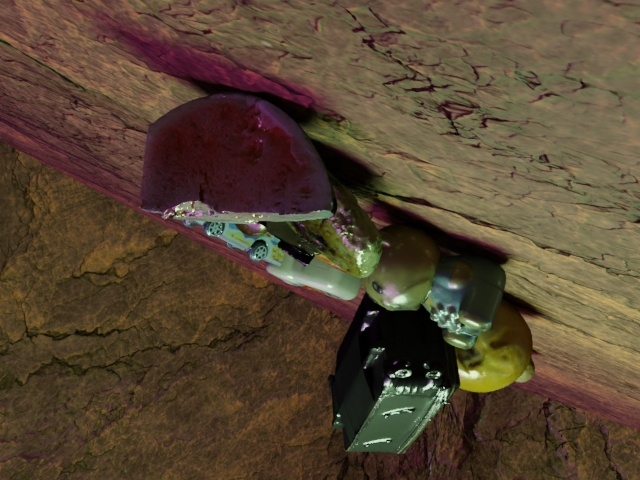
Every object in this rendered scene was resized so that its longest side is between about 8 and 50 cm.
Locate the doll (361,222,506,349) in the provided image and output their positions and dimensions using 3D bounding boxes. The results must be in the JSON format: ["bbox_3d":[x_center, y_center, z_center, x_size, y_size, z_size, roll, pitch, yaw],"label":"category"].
[{"bbox_3d":[0.194,0.069,1.441,0.261,0.161,0.177,22,157,5],"label":"doll"}]

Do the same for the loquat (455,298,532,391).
[{"bbox_3d":[0.355,0.222,1.756,0.244,0.243,0.244,24,171,4],"label":"loquat"}]

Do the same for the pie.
[{"bbox_3d":[-0.023,-0.055,1.336,0.323,0.070,0.323,39,164,14],"label":"pie"}]

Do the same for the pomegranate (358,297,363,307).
[{"bbox_3d":[0.211,0.197,1.968,0.248,0.248,0.248,24,171,4],"label":"pomegranate"}]

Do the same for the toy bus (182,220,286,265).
[{"bbox_3d":[-0.200,-0.051,1.847,0.109,0.135,0.330,22,173,42],"label":"toy bus"}]

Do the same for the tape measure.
[{"bbox_3d":[-0.016,0.071,2.143,0.265,0.130,0.258,16,172,15],"label":"tape measure"}]

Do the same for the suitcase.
[{"bbox_3d":[0.150,0.264,1.676,0.194,0.283,0.433,5,143,-13],"label":"suitcase"}]

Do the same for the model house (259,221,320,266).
[{"bbox_3d":[-0.045,-0.043,1.574,0.203,0.141,0.164,35,-179,-18],"label":"model house"}]

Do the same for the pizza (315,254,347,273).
[{"bbox_3d":[0.000,0.000,1.835,0.366,0.073,0.182,27,169,-19],"label":"pizza"}]

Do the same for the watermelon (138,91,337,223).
[{"bbox_3d":[-0.100,-0.091,1.138,0.305,0.180,0.224,2,133,25],"label":"watermelon"}]

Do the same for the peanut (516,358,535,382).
[{"bbox_3d":[0.533,0.341,2.289,0.236,0.120,0.110,35,128,-28],"label":"peanut"}]

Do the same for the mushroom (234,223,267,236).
[{"bbox_3d":[-0.163,-0.080,1.691,0.080,0.135,0.170,-13,-146,-25],"label":"mushroom"}]
